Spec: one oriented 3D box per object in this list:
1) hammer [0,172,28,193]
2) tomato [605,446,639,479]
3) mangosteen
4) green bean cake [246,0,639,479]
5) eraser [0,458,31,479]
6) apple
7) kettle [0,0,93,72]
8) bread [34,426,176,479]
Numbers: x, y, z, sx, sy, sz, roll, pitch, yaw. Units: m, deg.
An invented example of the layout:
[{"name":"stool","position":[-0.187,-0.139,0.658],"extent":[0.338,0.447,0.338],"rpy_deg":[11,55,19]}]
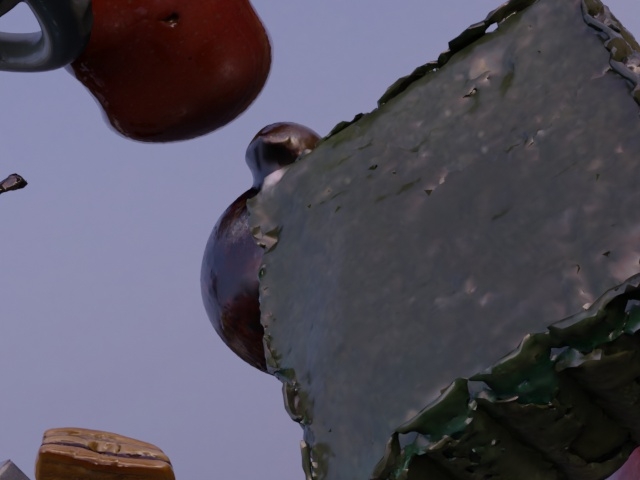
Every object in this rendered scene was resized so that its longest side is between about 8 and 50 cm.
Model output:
[{"name":"hammer","position":[-0.376,-0.055,1.436],"extent":[0.125,0.027,0.297],"rpy_deg":[-25,20,-18]},{"name":"tomato","position":[0.373,0.250,1.186],"extent":[0.282,0.317,0.317],"rpy_deg":[-67,-25,-2]},{"name":"mangosteen","position":[-0.003,0.009,1.002],"extent":[0.173,0.184,0.172],"rpy_deg":[-12,-3,-1]},{"name":"green bean cake","position":[0.093,0.017,0.765],"extent":[0.255,0.241,0.132],"rpy_deg":[-37,-47,18]},{"name":"eraser","position":[-0.339,0.365,1.826],"extent":[0.046,0.212,0.092],"rpy_deg":[-47,9,-26]},{"name":"apple","position":[-0.179,-0.231,1.600],"extent":[0.217,0.260,0.260],"rpy_deg":[-34,-19,-2]},{"name":"kettle","position":[-0.376,-0.281,1.410],"extent":[0.342,0.247,0.319],"rpy_deg":[3,-34,38]},{"name":"bread","position":[-0.297,0.317,2.027],"extent":[0.201,0.077,0.116],"rpy_deg":[9,-49,2]}]
